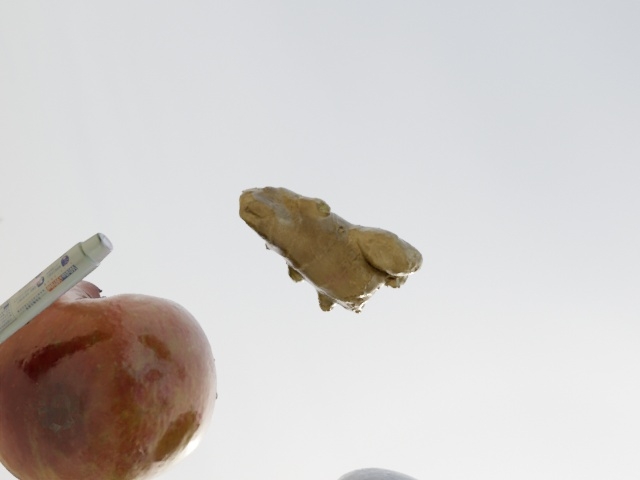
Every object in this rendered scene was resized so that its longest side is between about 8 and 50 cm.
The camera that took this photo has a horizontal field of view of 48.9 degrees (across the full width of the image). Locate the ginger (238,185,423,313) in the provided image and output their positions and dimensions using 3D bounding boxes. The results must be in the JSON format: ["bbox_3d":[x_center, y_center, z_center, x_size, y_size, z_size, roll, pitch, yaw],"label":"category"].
[{"bbox_3d":[0.003,0.012,0.762,0.205,0.081,0.115,25,-29,8],"label":"ginger"}]

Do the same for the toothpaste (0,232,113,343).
[{"bbox_3d":[-0.310,0.065,0.742,0.218,0.033,0.052,-37,-134,5],"label":"toothpaste"}]

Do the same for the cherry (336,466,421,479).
[{"bbox_3d":[0.093,0.468,0.931,0.291,0.335,0.326,-56,-155,12],"label":"cherry"}]

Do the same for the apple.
[{"bbox_3d":[-0.284,0.174,0.842,0.163,0.292,0.251,21,69,-83],"label":"apple"}]
